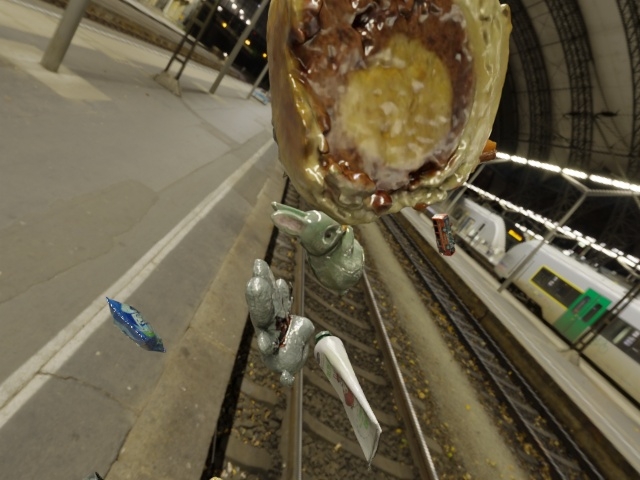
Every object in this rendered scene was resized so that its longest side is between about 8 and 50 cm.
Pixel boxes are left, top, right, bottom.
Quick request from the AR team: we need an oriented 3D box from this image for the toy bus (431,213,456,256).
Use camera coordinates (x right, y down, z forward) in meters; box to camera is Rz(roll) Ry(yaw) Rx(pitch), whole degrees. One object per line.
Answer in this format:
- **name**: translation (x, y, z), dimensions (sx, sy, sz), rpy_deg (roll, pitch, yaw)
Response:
- **toy bus**: translation (0.310, -0.014, 1.012), dimensions (0.043, 0.031, 0.110), rpy_deg (7, -56, 45)

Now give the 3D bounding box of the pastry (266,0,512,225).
- **pastry**: translation (0.052, -0.156, 0.410), dimensions (0.237, 0.255, 0.170), rpy_deg (-14, 20, -29)

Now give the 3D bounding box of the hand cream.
- **hand cream**: translation (0.057, 0.326, 0.898), dimensions (0.076, 0.121, 0.336), rpy_deg (-7, 28, -16)

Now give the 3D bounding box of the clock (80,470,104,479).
- **clock**: translation (-0.568, 0.721, 1.080), dimensions (0.215, 0.215, 0.042), rpy_deg (41, 53, 20)

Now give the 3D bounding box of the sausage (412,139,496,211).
- **sausage**: translation (0.379, -0.205, 1.193), dimensions (0.102, 0.302, 0.076), rpy_deg (55, 1, 1)

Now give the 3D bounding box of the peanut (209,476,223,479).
- **peanut**: translation (-0.349, 0.820, 1.254), dimensions (0.141, 0.109, 0.159), rpy_deg (-2, 18, 7)

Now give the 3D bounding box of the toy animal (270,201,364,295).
- **toy animal**: translation (0.002, 0.001, 0.794), dimensions (0.127, 0.125, 0.251), rpy_deg (51, 3, 42)

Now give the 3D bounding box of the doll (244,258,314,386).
- **doll**: translation (-0.098, 0.213, 1.049), dimensions (0.158, 0.340, 0.245), rpy_deg (-3, 27, 5)

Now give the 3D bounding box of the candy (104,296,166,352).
- **candy**: translation (-0.589, 0.281, 1.292), dimensions (0.187, 0.077, 0.331), rpy_deg (41, -21, 9)
